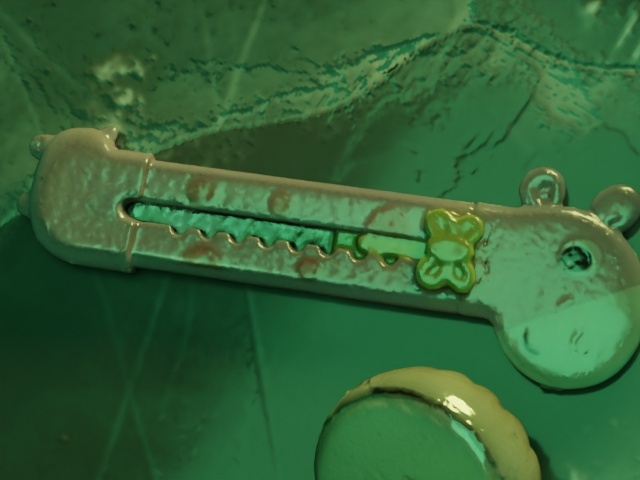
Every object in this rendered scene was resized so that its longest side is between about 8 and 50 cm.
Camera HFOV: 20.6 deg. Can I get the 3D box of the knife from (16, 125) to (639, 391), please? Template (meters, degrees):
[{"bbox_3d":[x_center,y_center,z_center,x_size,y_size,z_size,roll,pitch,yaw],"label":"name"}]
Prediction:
[{"bbox_3d":[0.000,0.000,1.067,0.398,0.038,0.132,8,77,14],"label":"knife"}]

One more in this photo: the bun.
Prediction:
[{"bbox_3d":[0.072,0.133,0.999,0.138,0.094,0.138,12,111,34],"label":"bun"}]
